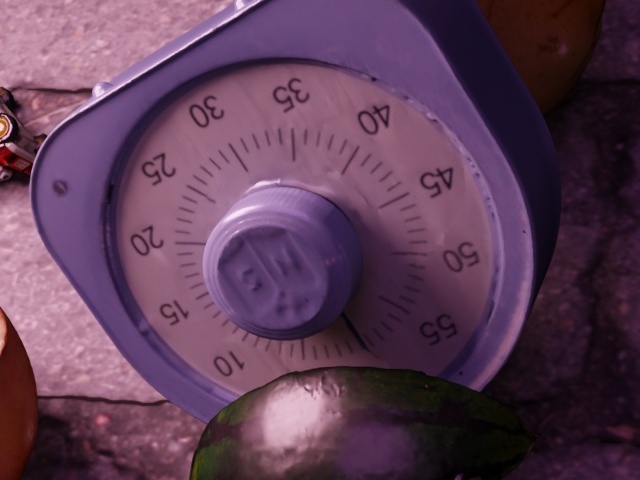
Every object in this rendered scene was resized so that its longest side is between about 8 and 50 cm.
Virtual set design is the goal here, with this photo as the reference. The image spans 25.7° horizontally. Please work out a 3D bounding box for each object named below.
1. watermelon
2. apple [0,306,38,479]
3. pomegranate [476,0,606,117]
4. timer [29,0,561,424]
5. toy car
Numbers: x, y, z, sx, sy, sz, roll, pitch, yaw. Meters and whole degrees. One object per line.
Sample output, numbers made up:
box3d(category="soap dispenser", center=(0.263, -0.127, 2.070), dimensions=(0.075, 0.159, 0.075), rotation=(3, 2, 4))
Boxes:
box3d(category="watermelon", center=(0.006, 0.168, 1.039), dimensions=(0.301, 0.129, 0.123), rotation=(-18, 61, 25))
box3d(category="apple", center=(-0.348, 0.185, 1.139), dimensions=(0.251, 0.163, 0.293), rotation=(9, 48, 33))
box3d(category="pomegranate", center=(0.083, -0.216, 1.202), dimensions=(0.319, 0.319, 0.319), rotation=(-7, 59, 11))
box3d(category="timer", center=(0.000, 0.000, 1.060), dimensions=(0.395, 0.394, 0.173), rotation=(2, 25, 17))
box3d(category="toy car", center=(-0.344, -0.098, 1.362), dimensions=(0.112, 0.112, 0.139), rotation=(-46, 68, 4))
